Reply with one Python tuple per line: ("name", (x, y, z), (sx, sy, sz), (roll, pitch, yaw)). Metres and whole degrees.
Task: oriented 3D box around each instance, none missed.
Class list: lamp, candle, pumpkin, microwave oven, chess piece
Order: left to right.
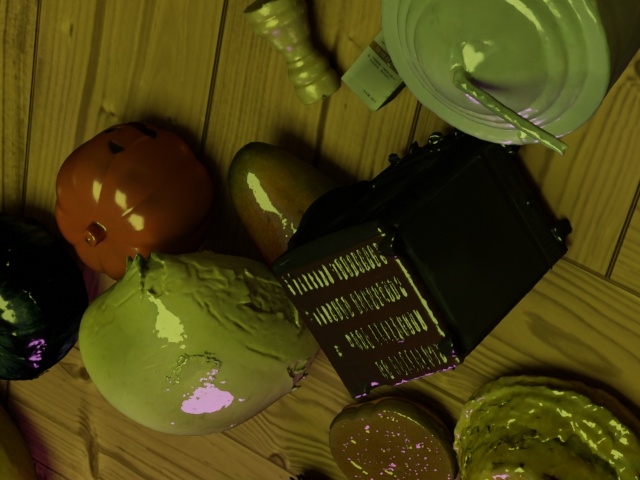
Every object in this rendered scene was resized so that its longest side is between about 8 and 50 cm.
("pumpkin", (-0.409, 0.072, 2.147), (0.233, 0.163, 0.233), (18, 129, 24))
("lamp", (-0.222, -0.040, 1.942), (0.188, 0.164, 0.187), (17, 127, 24))
("chess piece", (-0.025, -0.206, 1.769), (0.066, 0.066, 0.122), (-16, 111, 41))
("microwave oven", (0.102, 0.011, 1.690), (0.178, 0.247, 0.188), (-19, 104, 44))
("candle", (0.180, -0.215, 1.431), (0.221, 0.342, 0.221), (19, 131, 22))

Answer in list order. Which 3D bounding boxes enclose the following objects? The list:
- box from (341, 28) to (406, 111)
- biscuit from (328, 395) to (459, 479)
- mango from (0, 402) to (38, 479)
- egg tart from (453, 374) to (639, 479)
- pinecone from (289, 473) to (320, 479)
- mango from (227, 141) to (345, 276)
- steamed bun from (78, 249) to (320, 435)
("box", (0.102, -0.216, 1.685), (0.055, 0.039, 0.218), (46, 133, 5))
("biscuit", (0.096, 0.251, 1.979), (0.170, 0.050, 0.170), (18, 133, 20))
("mango", (-0.519, 0.287, 2.384), (0.195, 0.142, 0.331), (-26, 93, 38))
("egg tart", (0.254, 0.286, 1.836), (0.294, 0.123, 0.294), (17, 124, 26))
("pinecone", (-0.020, 0.336, 2.094), (0.077, 0.083, 0.077), (34, 174, 4))
("mango", (0.000, 0.000, 1.843), (0.133, 0.111, 0.267), (-36, 92, 41))
("steamed bun", (-0.132, 0.124, 1.907), (0.232, 0.273, 0.166), (-25, 57, 40))
